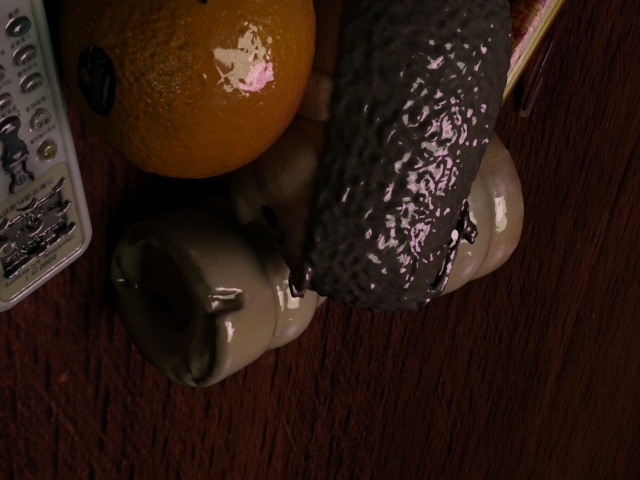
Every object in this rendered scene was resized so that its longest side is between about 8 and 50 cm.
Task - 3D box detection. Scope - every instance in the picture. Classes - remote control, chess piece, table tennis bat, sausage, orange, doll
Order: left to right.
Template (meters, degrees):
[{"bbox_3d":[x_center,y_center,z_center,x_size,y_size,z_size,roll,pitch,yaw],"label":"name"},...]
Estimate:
[{"bbox_3d":[-0.270,-0.082,1.187,0.128,0.065,0.335,-42,149,-30],"label":"remote control"},{"bbox_3d":[-0.110,-0.170,1.182,0.236,0.236,0.236,-39,148,-30],"label":"orange"},{"bbox_3d":[0.000,0.000,1.539,0.442,0.234,0.234,-24,139,-41],"label":"chess piece"},{"bbox_3d":[0.044,-0.109,1.329,0.247,0.247,0.349,0,99,-58],"label":"doll"},{"bbox_3d":[0.248,-0.270,1.810,0.371,0.082,0.082,-60,152,8],"label":"sausage"},{"bbox_3d":[0.291,-0.224,1.917,0.220,0.019,0.130,94,22,-69],"label":"table tennis bat"}]
